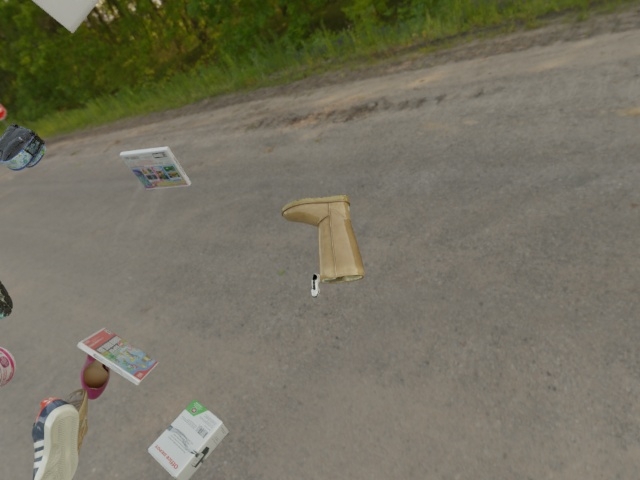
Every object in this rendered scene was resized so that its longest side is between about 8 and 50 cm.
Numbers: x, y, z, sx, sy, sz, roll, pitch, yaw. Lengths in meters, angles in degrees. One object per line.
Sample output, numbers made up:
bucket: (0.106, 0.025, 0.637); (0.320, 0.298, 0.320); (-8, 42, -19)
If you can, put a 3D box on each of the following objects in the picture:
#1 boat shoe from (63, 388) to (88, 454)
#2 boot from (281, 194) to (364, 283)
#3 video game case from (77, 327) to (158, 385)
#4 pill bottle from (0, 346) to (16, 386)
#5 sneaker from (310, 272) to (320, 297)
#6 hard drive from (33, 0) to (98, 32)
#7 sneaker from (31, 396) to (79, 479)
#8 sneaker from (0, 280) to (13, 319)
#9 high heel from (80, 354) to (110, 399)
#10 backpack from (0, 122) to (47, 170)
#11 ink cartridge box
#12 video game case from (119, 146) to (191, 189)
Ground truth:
boat shoe: (-1.019, 0.772, 1.680); (0.122, 0.110, 0.341); (-17, 37, 2)
boot: (0.000, 0.000, 1.266); (0.236, 0.089, 0.269); (-10, 68, 10)
video game case: (-0.836, 0.478, 1.721); (0.025, 0.285, 0.204); (-55, 4, 3)
pill bottle: (-1.214, 0.480, 1.402); (0.161, 0.160, 0.283); (-23, 5, 3)
sneaker: (-0.026, 0.195, 1.797); (0.040, 0.044, 0.109); (-3, 70, 16)
hard drive: (-0.540, -0.678, 0.900); (0.047, 0.233, 0.353); (38, 90, 26)
sneaker: (-0.909, 0.693, 1.391); (0.148, 0.131, 0.349); (18, 96, 32)
sneaker: (-0.855, 0.075, 0.960); (0.122, 0.282, 0.110); (-25, 5, -17)
high heel: (-0.996, 0.596, 1.816); (0.127, 0.377, 0.181); (7, 22, -23)
backpack: (-0.839, -0.251, 1.150); (0.105, 0.084, 0.114); (21, 69, 19)
ink cartridge box: (-0.440, 0.671, 1.382); (0.153, 0.086, 0.208); (24, 53, 31)
video game case: (-0.486, -0.211, 1.220); (0.157, 0.143, 0.019); (-3, 51, 15)
